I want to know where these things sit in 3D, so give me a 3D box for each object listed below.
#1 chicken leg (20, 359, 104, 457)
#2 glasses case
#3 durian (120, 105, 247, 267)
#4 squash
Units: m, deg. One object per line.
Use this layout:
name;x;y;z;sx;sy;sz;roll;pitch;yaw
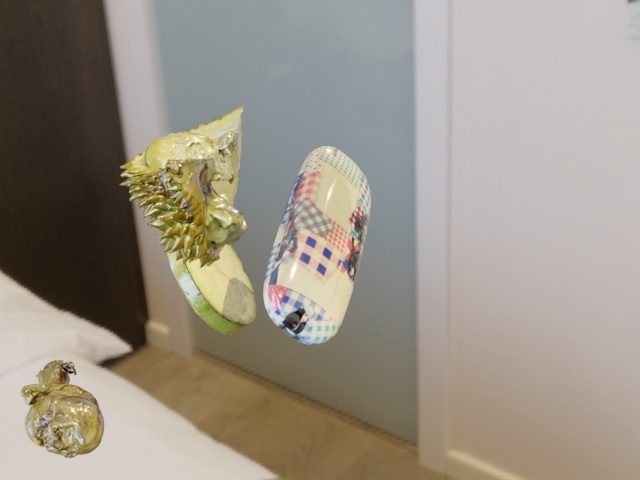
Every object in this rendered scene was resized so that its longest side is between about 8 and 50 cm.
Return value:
chicken leg;-0.369;0.230;1.371;0.103;0.088;0.228;-10;27;-25
glasses case;0.000;0.000;1.402;0.076;0.125;0.327;-25;37;39
durian;-0.151;-0.065;1.221;0.166;0.172;0.306;-36;4;11
squash;-0.182;0.049;1.564;0.041;0.219;0.219;-30;21;15
